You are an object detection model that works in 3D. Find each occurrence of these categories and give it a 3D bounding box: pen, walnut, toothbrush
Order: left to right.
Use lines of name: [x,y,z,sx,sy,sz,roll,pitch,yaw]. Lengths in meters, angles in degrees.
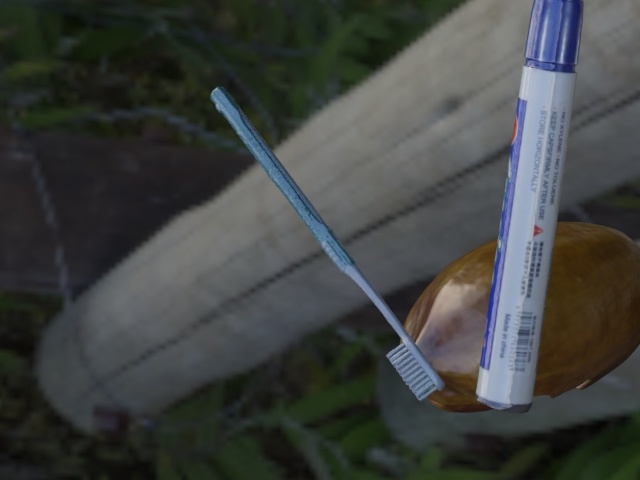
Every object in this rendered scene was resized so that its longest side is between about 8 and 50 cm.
toothbrush: [0.000,0.000,0.858,0.167,0.014,0.011,54,177,12]
walnut: [0.122,0.048,1.190,0.115,0.207,0.116,20,118,41]
pen: [0.088,-0.030,0.810,0.025,0.025,0.204,-149,64,-66]
